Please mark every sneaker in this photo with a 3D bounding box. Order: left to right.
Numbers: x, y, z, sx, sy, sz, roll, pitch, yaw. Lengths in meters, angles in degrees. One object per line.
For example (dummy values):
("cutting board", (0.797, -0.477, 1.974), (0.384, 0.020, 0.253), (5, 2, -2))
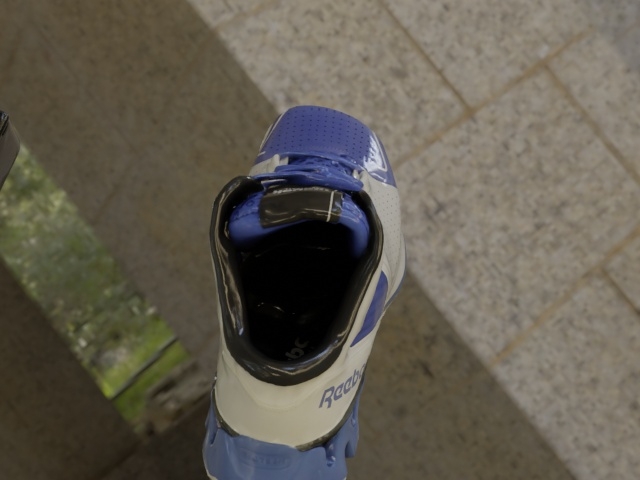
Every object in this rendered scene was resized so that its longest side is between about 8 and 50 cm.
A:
("sneaker", (0.000, 0.001, 0.815), (0.182, 0.127, 0.315), (97, -178, -48))

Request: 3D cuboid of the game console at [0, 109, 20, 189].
("game console", (-0.258, -0.038, 0.805), (0.107, 0.071, 0.122), (116, 177, -77))
